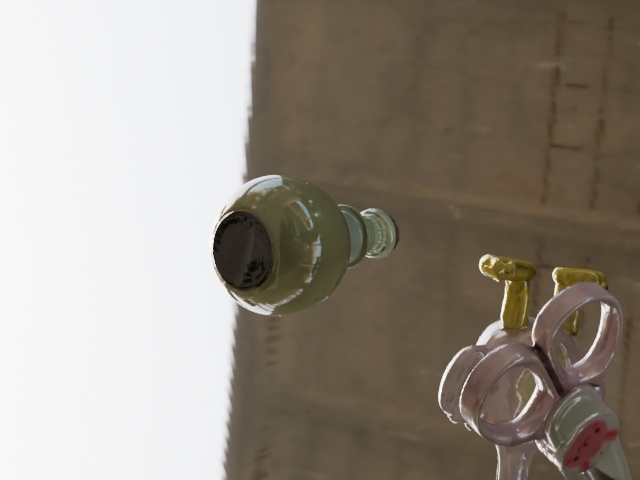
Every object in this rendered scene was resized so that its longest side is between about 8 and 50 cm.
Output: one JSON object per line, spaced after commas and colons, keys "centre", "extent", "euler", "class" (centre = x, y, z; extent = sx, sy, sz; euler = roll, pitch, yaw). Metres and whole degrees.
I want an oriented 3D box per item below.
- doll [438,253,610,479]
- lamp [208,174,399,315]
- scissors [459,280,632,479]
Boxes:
{"centre": [0.161, 0.200, 1.352], "extent": [0.094, 0.160, 0.365], "euler": [-9, -106, 61], "class": "doll"}
{"centre": [0.000, 0.000, 1.087], "extent": [0.091, 0.163, 0.091], "euler": [4, -83, 38], "class": "lamp"}
{"centre": [0.167, 0.121, 1.067], "extent": [0.118, 0.242, 0.030], "euler": [-41, -132, -6], "class": "scissors"}
